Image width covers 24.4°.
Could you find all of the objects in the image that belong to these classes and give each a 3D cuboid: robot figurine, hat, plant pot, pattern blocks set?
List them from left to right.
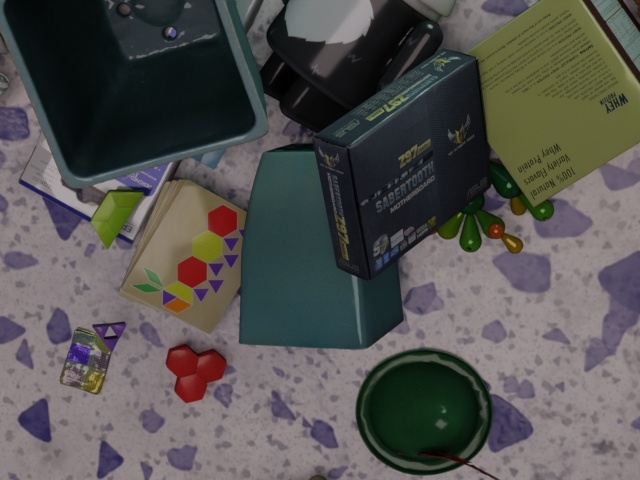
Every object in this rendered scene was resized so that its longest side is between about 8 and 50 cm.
[{"bbox_3d":[-0.206,-0.247,1.734,0.248,0.252,0.247,-15,116,8],"label":"plant pot"},{"bbox_3d":[-0.165,0.024,1.927,0.285,0.026,0.325,38,96,-17],"label":"pattern blocks set"},{"bbox_3d":[0.000,0.000,1.829,0.166,0.165,0.234,2,100,20],"label":"plant pot"},{"bbox_3d":[0.043,-0.267,1.811,0.209,0.173,0.278,39,103,0],"label":"robot figurine"},{"bbox_3d":[0.138,0.240,1.878,0.208,0.183,0.173,-8,98,9],"label":"hat"}]

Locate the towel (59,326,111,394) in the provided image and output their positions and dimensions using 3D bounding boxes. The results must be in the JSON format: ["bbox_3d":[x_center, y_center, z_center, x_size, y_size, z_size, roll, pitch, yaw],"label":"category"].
[{"bbox_3d":[-0.318,0.165,2.015,0.060,0.009,0.083,20,102,5],"label":"towel"}]

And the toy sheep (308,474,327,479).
[{"bbox_3d":[-0.019,0.376,1.974,0.091,0.091,0.132,18,96,4],"label":"toy sheep"}]

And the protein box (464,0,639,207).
[{"bbox_3d":[0.294,-0.188,1.782,0.200,0.136,0.201,-34,93,31],"label":"protein box"}]

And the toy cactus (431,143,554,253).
[{"bbox_3d":[0.183,-0.075,1.871,0.219,0.112,0.180,2,90,17],"label":"toy cactus"}]

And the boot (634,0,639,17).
[{"bbox_3d":[0.487,-0.356,1.741,0.283,0.109,0.220,-19,78,15],"label":"boot"}]

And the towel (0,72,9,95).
[{"bbox_3d":[-0.489,-0.187,1.928,0.113,0.023,0.152,33,125,-22],"label":"towel"}]

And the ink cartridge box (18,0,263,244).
[{"bbox_3d":[-0.232,-0.197,1.916,0.176,0.069,0.371,29,99,1],"label":"ink cartridge box"}]

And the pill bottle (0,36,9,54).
[{"bbox_3d":[-0.484,-0.277,1.924,0.160,0.087,0.087,-6,99,9],"label":"pill bottle"}]

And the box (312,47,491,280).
[{"bbox_3d":[0.100,-0.090,1.709,0.059,0.233,0.183,21,135,39],"label":"box"}]

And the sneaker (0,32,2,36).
[{"bbox_3d":[-0.367,-0.269,1.903,0.047,0.119,0.057,22,119,37],"label":"sneaker"}]
